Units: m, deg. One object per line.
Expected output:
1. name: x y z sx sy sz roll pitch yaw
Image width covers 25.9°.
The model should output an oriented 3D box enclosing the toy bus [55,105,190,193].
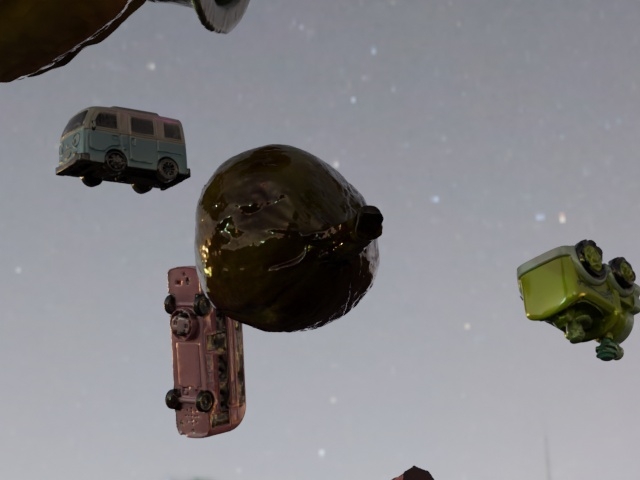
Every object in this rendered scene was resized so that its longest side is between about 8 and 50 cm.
1. toy bus: -0.193 -0.092 1.356 0.123 0.075 0.060 7 -18 -36

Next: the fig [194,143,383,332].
1. fig: -0.034 0.002 1.282 0.191 0.190 0.290 -1 4 0

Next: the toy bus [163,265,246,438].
1. toy bus: -0.136 0.129 1.646 0.063 0.203 0.090 0 4 39

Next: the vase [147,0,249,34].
1. vase: -0.226 -0.362 1.519 0.291 0.245 0.245 10 -24 12

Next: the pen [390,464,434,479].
1. pen: -0.003 0.191 0.851 0.026 0.026 0.218 16 -39 -31

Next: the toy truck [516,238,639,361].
1. toy truck: 0.214 0.054 1.129 0.111 0.077 0.076 26 -42 -35

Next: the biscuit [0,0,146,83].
1. biscuit: -0.170 -0.226 0.904 0.296 0.296 0.102 -18 -41 31
